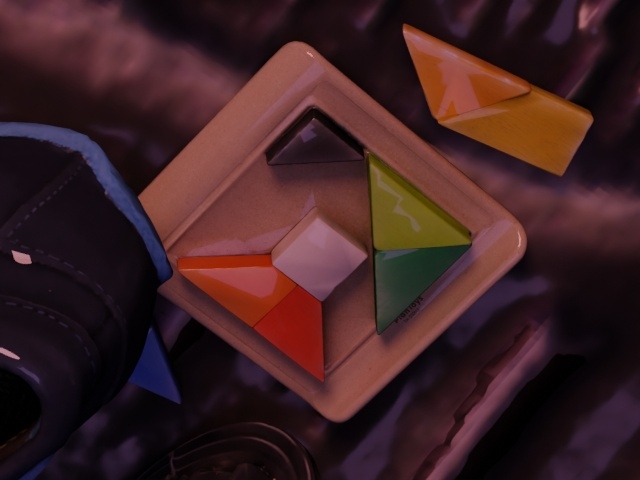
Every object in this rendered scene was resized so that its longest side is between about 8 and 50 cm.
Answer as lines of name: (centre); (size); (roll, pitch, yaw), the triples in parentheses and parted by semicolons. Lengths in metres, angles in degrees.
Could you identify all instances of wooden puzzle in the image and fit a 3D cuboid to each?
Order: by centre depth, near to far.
wooden puzzle: (0.000, 0.000, 0.428); (0.078, 0.014, 0.116); (33, 111, -15)

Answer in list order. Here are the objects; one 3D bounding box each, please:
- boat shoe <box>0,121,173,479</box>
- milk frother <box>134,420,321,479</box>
boat shoe: (-0.157, 0.051, 0.407); (0.258, 0.089, 0.109); (-32, 111, 18)
milk frother: (-0.009, 0.136, 0.455); (0.143, 0.129, 0.135); (-53, 146, -8)
